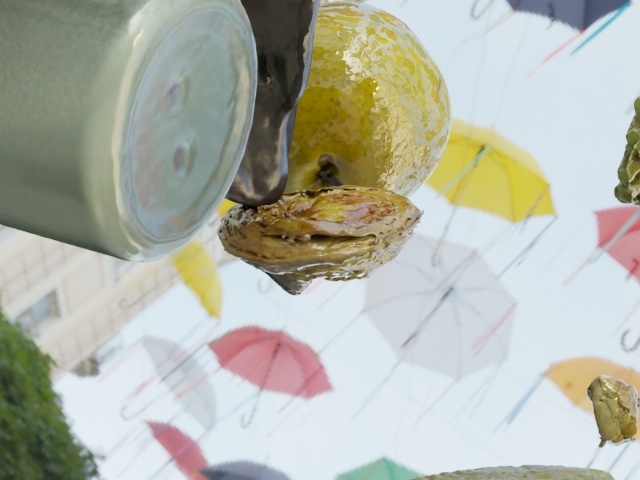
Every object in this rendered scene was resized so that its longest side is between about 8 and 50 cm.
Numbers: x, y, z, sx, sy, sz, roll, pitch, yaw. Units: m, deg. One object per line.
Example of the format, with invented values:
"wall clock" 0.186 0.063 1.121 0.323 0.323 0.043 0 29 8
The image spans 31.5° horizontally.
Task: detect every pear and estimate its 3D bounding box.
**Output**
"pear" 0.031 -0.214 1.851 0.362 0.418 0.362 8 -51 10

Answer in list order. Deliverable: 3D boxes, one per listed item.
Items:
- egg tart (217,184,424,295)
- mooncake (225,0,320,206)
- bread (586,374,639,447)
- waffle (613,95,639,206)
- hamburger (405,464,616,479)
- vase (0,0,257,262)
"egg tart" 0.000 0.000 1.523 0.297 0.297 0.132 10 -67 43
"mooncake" -0.109 -0.245 1.405 0.212 0.350 0.381 13 -77 0
"bread" 0.308 0.177 1.182 0.106 0.053 0.072 36 38 -68
"waffle" 0.366 -0.120 1.169 0.036 0.169 0.183 32 -60 37
"hamburger" 0.114 0.220 0.633 0.192 0.288 0.167 -96 -179 -83
"vase" -0.200 -0.115 0.724 0.291 0.245 0.245 15 -45 21
